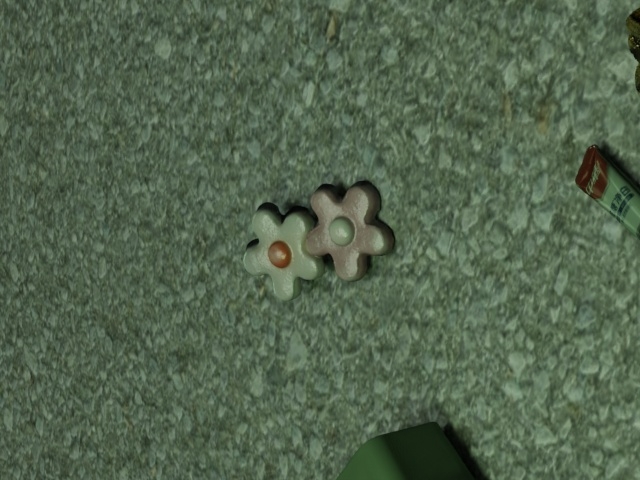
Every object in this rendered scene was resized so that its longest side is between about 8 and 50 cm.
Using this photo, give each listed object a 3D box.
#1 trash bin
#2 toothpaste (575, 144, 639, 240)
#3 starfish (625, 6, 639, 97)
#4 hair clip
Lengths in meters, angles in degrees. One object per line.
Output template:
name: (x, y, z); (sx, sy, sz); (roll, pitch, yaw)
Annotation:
trash bin: (0.152, 0.434, 1.988); (0.343, 0.158, 0.223); (61, 141, 29)
toothpaste: (0.370, -0.016, 1.722); (0.239, 0.039, 0.062); (49, 139, 35)
starfish: (0.389, -0.223, 1.633); (0.146, 0.074, 0.189); (-12, 86, 56)
hair clip: (-0.005, 0.000, 2.154); (0.257, 0.075, 0.146); (-17, 80, 46)
